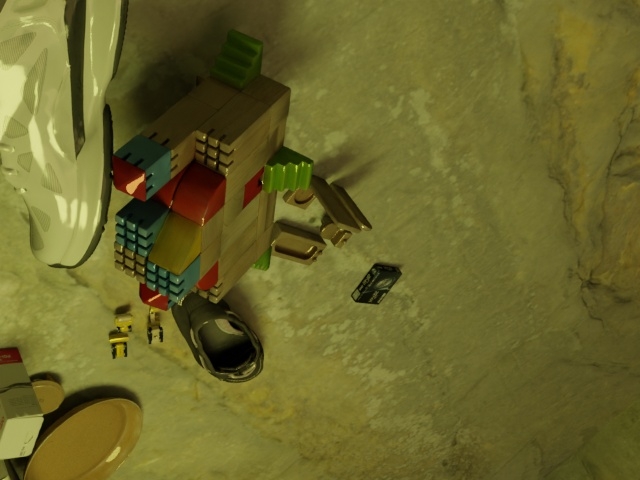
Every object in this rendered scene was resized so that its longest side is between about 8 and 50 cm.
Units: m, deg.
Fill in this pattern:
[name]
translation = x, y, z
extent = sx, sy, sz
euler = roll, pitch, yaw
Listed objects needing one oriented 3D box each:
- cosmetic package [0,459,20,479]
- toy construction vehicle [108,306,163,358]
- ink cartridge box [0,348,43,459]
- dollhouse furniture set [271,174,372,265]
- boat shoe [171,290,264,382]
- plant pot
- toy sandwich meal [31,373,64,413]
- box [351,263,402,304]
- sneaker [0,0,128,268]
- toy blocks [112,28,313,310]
[cosmetic package]
translation = -0.542, 0.420, 1.660
extent = 0.113, 0.160, 0.309
euler = -23, 144, -18
[toy construction vehicle]
translation = -0.299, 0.142, 1.649
extent = 0.086, 0.035, 0.098
euler = -9, 135, -16
[ink cartridge box]
translation = -0.471, 0.245, 1.533
extent = 0.056, 0.135, 0.099
euler = -2, 132, -37
[dollhouse furniture set]
translation = 0.000, 0.000, 1.642
extent = 0.144, 0.123, 0.151
euler = 18, 120, -48
[boat shoe]
translation = -0.165, 0.179, 1.739
extent = 0.112, 0.095, 0.335
euler = -32, 144, -5
[plant pot]
translation = -0.412, 0.357, 1.762
extent = 0.236, 0.032, 0.236
euler = -34, 147, -26
[toy sandwich meal]
translation = -0.451, 0.249, 1.649
extent = 0.085, 0.029, 0.085
euler = -13, 132, -15
[box]
translation = 0.105, 0.083, 1.911
extent = 0.067, 0.018, 0.083
euler = 10, 125, -44
[sneaker]
translation = -0.373, -0.157, 1.168
extent = 0.257, 0.169, 0.447
euler = -4, 127, -24
[toy blocks]
translation = -0.160, -0.039, 1.319
extent = 0.261, 0.190, 0.381
euler = -49, 158, -40
